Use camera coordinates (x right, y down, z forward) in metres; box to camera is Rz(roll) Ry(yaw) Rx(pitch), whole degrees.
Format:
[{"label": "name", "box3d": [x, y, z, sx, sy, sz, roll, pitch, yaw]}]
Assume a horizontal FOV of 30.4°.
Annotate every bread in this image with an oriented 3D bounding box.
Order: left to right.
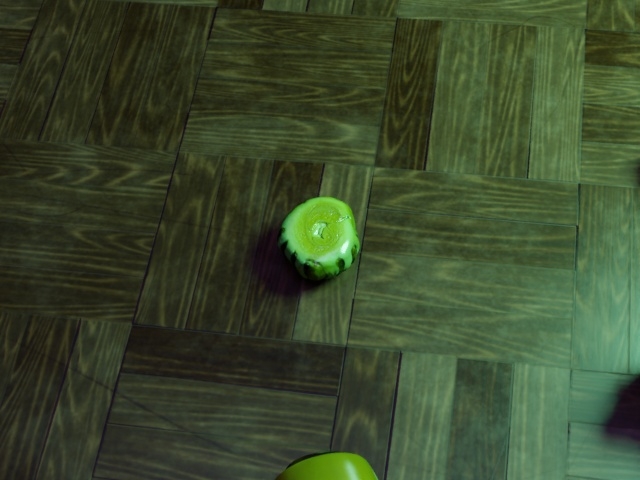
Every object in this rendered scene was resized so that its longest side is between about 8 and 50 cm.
[{"label": "bread", "box3d": [0.000, 0.000, 1.834, 0.130, 0.071, 0.139, -24, 57, -14]}]

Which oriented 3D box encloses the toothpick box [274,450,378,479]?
[{"label": "toothpick box", "box3d": [0.029, 0.410, 1.512, 0.175, 0.175, 0.271, -15, 54, -4]}]
